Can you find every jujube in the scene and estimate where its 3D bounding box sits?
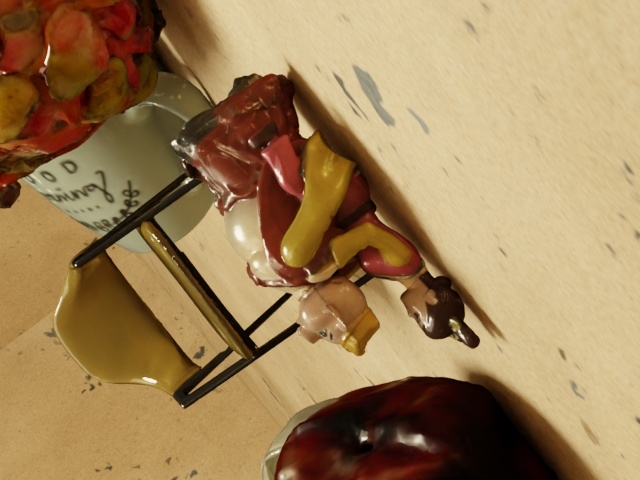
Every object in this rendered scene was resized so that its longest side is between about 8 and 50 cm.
[{"bbox_3d":[0.100,0.265,1.295,0.258,0.258,0.377,44,160,45],"label":"jujube"}]

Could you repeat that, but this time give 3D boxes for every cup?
[{"bbox_3d":[-0.190,-0.104,1.602,0.258,0.186,0.234,3,145,42],"label":"cup"}]

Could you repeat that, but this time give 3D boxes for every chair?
[{"bbox_3d":[-0.109,0.034,1.392,0.159,0.247,0.172,54,170,-12],"label":"chair"}]

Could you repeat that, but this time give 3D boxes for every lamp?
[{"bbox_3d":[0.000,0.000,1.140,0.253,0.118,0.118,53,171,6],"label":"lamp"}]

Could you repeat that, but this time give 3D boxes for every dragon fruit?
[{"bbox_3d":[-0.278,-0.180,1.306,0.314,0.296,0.263,48,170,-22],"label":"dragon fruit"}]

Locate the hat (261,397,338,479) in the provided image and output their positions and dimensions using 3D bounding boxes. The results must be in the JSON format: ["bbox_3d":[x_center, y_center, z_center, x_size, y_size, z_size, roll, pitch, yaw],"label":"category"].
[{"bbox_3d":[0.071,0.253,1.672,0.275,0.161,0.232,5,148,47],"label":"hat"}]
